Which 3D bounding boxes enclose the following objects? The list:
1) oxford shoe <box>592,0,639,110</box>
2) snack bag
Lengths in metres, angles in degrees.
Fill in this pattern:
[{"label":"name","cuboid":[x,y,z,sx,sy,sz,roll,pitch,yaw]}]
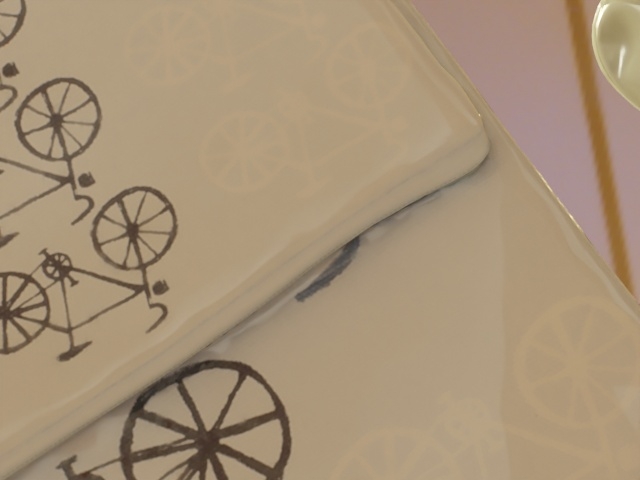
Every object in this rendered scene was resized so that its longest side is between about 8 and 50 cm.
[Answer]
[{"label":"oxford shoe","cuboid":[0.331,-0.072,0.973,0.130,0.449,0.169,-25,-49,-26]},{"label":"snack bag","cuboid":[-0.061,0.046,0.536,0.323,0.037,0.342,-34,-102,-5]}]
